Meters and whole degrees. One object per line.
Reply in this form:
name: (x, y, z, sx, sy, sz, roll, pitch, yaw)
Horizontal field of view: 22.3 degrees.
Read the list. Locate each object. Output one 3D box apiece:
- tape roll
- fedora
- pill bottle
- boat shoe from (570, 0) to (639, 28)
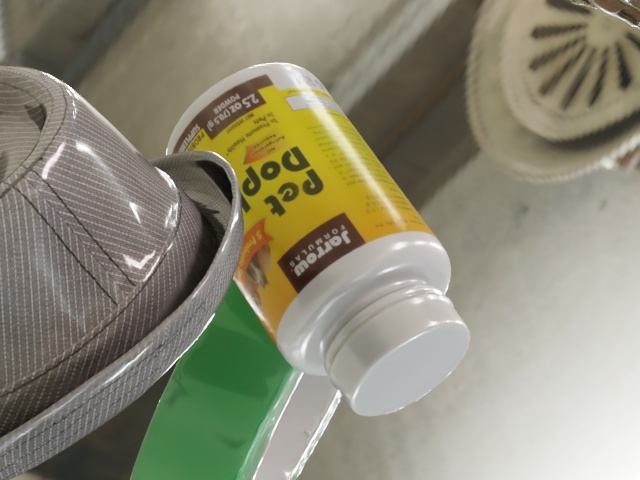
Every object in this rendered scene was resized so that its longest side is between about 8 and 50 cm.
tape roll: (-0.037, 0.104, 1.247, 0.321, 0.077, 0.321, -60, 170, -17)
fedora: (-0.168, 0.003, 0.759, 0.244, 0.124, 0.275, -45, -153, -23)
pill bottle: (0.000, 0.000, 0.996, 0.117, 0.117, 0.215, -49, -122, 23)
boat shoe: (0.206, -0.182, 1.048, 0.095, 0.257, 0.095, 1, -98, 27)
